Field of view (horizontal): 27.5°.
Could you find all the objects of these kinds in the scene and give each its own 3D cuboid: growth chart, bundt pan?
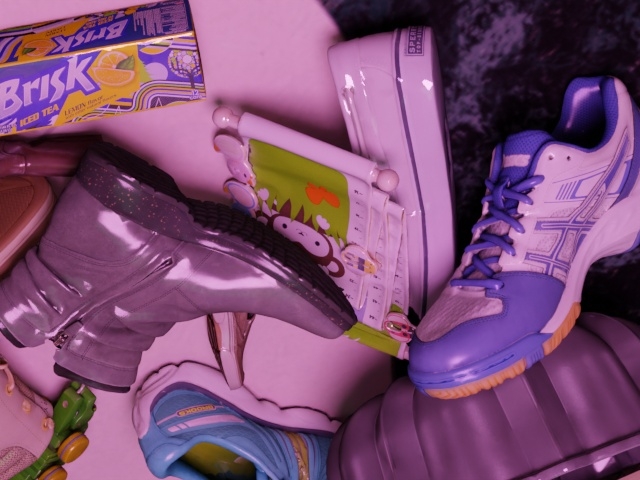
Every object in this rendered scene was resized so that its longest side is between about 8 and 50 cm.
[{"bbox_3d":[0.000,0.000,1.010,0.172,0.021,0.237,16,142,24],"label":"growth chart"},{"bbox_3d":[0.151,0.158,1.084,0.331,0.124,0.331,-19,164,-6],"label":"bundt pan"}]

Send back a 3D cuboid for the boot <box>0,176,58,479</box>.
[{"bbox_3d":[-0.264,0.082,1.024,0.262,0.095,0.203,-50,141,-7],"label":"boot"}]

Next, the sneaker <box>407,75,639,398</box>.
[{"bbox_3d":[0.148,-0.011,0.975,0.296,0.112,0.131,-45,118,-31],"label":"sneaker"}]

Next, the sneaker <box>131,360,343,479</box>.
[{"bbox_3d":[-0.048,0.209,1.159,0.275,0.110,0.107,25,118,-27],"label":"sneaker"}]

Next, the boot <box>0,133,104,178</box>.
[{"bbox_3d":[-0.205,-0.053,0.935,0.114,0.106,0.037,3,116,-10],"label":"boot"}]

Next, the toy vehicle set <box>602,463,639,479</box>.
[{"bbox_3d":[0.253,0.251,1.231,0.267,0.035,0.166,-26,169,9],"label":"toy vehicle set"}]

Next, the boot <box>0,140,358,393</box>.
[{"bbox_3d":[-0.110,0.047,0.965,0.247,0.083,0.161,29,103,-20],"label":"boot"}]

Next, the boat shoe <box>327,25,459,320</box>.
[{"bbox_3d":[0.057,-0.040,1.004,0.088,0.096,0.267,-3,134,10],"label":"boat shoe"}]

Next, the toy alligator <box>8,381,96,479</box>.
[{"bbox_3d":[-0.218,0.156,1.129,0.189,0.056,0.051,-55,163,19],"label":"toy alligator"}]

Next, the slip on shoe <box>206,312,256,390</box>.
[{"bbox_3d":[-0.073,0.068,1.089,0.041,0.051,0.135,-17,123,-13],"label":"slip on shoe"}]

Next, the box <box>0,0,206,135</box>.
[{"bbox_3d":[-0.169,-0.121,0.921,0.169,0.054,0.059,-10,128,-3],"label":"box"}]
